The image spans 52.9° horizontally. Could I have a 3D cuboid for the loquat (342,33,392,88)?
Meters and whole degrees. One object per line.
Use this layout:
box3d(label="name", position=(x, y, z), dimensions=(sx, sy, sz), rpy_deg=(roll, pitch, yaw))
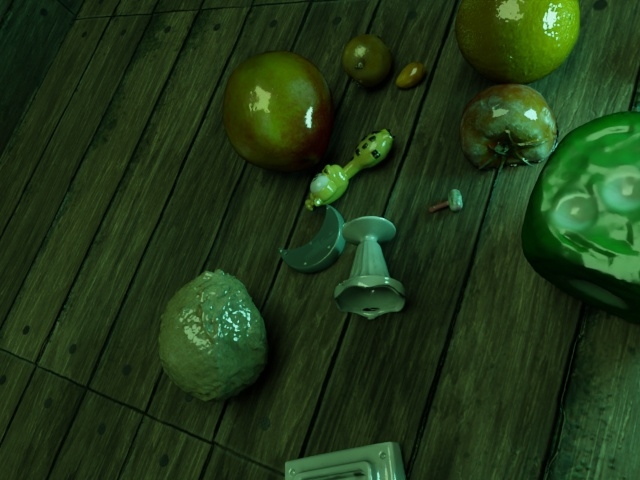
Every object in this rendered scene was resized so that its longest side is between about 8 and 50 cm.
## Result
box3d(label="loquat", position=(0.126, -0.484, 1.728), dimensions=(0.141, 0.141, 0.141), rpy_deg=(-13, 61, 25))

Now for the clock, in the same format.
box3d(label="clock", position=(0.044, 0.537, 1.289), dimensions=(0.262, 0.116, 0.231), rpy_deg=(-18, 59, 22))

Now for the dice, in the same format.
box3d(label="dice", position=(0.561, -0.030, 1.148), dimensions=(0.297, 0.287, 0.300), rpy_deg=(25, 82, 37))

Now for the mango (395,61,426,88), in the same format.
box3d(label="mango", position=(0.236, -0.432, 1.694), dimensions=(0.089, 0.046, 0.060), rpy_deg=(-30, 52, 30))

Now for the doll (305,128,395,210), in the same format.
box3d(label="doll", position=(0.070, -0.182, 1.645), dimensions=(0.291, 0.086, 0.117), rpy_deg=(-39, 13, 12))

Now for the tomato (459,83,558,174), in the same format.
box3d(label="tomato", position=(0.409, -0.266, 1.444), dimensions=(0.214, 0.155, 0.181), rpy_deg=(-11, 58, 27))

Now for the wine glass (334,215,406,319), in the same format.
box3d(label="wine glass", position=(0.113, 0.060, 1.464), dimensions=(0.164, 0.165, 0.197), rpy_deg=(-14, 53, 25))

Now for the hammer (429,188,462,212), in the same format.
box3d(label="hammer", position=(0.291, -0.084, 1.502), dimensions=(0.083, 0.031, 0.053), rpy_deg=(-22, 54, 33))

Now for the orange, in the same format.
box3d(label="orange", position=(0.442, -0.486, 1.460), dimensions=(0.274, 0.274, 0.274), rpy_deg=(-13, 61, 25))

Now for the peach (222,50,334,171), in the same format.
box3d(label="peach", position=(-0.106, -0.331, 1.705), dimensions=(0.307, 0.308, 0.332), rpy_deg=(-36, 70, 11))

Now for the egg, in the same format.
box3d(label="egg", position=(-0.255, 0.227, 1.523), dimensions=(0.279, 0.279, 0.311), rpy_deg=(-20, 69, 21))

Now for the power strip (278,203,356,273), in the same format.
box3d(label="power strip", position=(0.000, 0.000, 1.621), dimensions=(0.216, 0.044, 0.137), rpy_deg=(-40, 53, 8))
